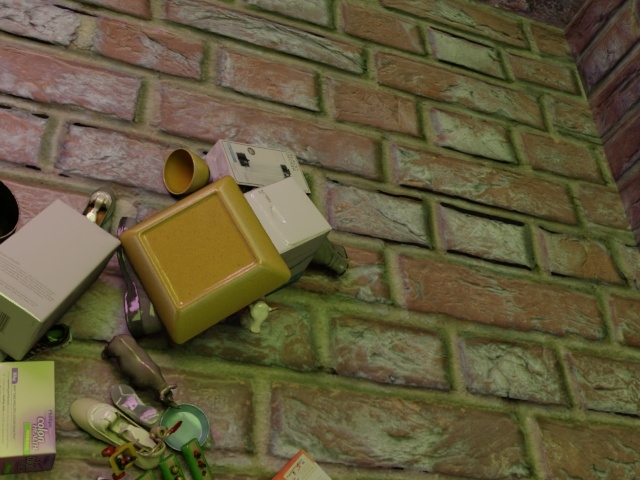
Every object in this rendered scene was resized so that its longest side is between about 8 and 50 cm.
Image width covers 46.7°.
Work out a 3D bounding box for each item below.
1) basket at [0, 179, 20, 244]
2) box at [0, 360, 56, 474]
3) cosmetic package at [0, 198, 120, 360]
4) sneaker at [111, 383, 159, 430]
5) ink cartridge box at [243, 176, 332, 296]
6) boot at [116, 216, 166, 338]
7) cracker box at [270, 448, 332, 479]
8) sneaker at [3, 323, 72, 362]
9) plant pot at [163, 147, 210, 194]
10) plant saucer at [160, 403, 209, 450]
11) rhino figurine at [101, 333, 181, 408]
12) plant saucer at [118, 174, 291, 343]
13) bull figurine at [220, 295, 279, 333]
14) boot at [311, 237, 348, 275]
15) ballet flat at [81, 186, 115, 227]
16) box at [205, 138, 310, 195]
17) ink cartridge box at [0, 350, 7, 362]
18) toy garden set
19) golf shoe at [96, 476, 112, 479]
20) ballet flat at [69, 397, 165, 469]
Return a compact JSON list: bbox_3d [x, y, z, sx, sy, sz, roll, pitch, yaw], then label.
[{"bbox_3d":[-0.807,-0.021,1.760,0.154,0.227,0.204,-28,71,-37],"label":"basket"},{"bbox_3d":[-0.700,0.382,1.592,0.243,0.117,0.213,1,56,-24],"label":"box"},{"bbox_3d":[-0.652,0.079,1.729,0.197,0.155,0.365,36,30,-5],"label":"cosmetic package"},{"bbox_3d":[-0.439,0.399,1.749,0.152,0.061,0.054,33,54,26],"label":"sneaker"},{"bbox_3d":[-0.139,0.000,2.032,0.197,0.270,0.198,-25,70,-36],"label":"ink cartridge box"},{"bbox_3d":[-0.397,0.082,1.914,0.223,0.118,0.338,-12,72,-6],"label":"boot"},{"bbox_3d":[-0.022,0.638,1.760,0.232,0.067,0.156,44,51,11],"label":"cracker box"},{"bbox_3d":[-0.667,0.235,1.741,0.171,0.074,0.063,-15,65,-33],"label":"sneaker"},{"bbox_3d":[-0.380,-0.196,2.168,0.095,0.134,0.134,6,50,-52],"label":"plant pot"},{"bbox_3d":[-0.327,0.452,1.780,0.119,0.021,0.119,12,52,-16],"label":"plant saucer"},{"bbox_3d":[-0.423,0.319,1.775,0.243,0.106,0.073,43,51,9],"label":"rhino figurine"},{"bbox_3d":[-0.292,0.029,1.818,0.333,0.081,0.332,-30,73,-8],"label":"plant saucer"},{"bbox_3d":[-0.228,0.126,1.948,0.101,0.188,0.310,-13,62,-38],"label":"bull figurine"},{"bbox_3d":[0.000,0.000,2.235,0.161,0.083,0.246,28,33,-30],"label":"boot"},{"bbox_3d":[-0.604,-0.078,2.002,0.072,0.068,0.213,22,50,-10],"label":"ballet flat"},{"bbox_3d":[-0.184,-0.197,2.223,0.290,0.087,0.169,6,53,-42],"label":"box"},{"bbox_3d":[-0.777,0.186,1.722,0.181,0.056,0.224,14,30,4],"label":"ink cartridge box"},{"bbox_3d":[-0.354,0.504,1.632,0.244,0.049,0.203,-29,101,-45],"label":"toy garden set"},{"bbox_3d":[-0.496,0.590,1.571,0.094,0.077,0.198,34,39,5],"label":"golf shoe"},{"bbox_3d":[-0.460,0.429,1.695,0.248,0.086,0.086,33,49,1],"label":"ballet flat"}]
